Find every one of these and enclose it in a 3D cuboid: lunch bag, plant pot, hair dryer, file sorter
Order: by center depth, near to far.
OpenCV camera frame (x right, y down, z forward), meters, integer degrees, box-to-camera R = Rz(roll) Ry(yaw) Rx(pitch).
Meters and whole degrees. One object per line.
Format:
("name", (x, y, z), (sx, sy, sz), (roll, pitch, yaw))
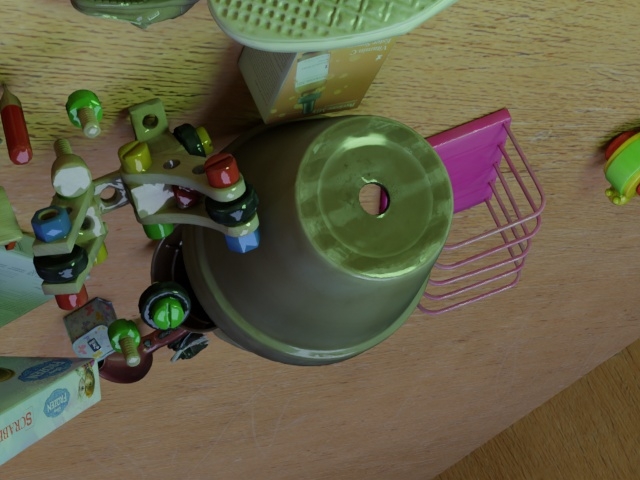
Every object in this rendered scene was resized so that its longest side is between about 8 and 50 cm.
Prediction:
("plant pot", (0.022, -0.021, 1.546), (0.323, 0.323, 0.280), (-16, 175, -21))
("plant pot", (-0.131, 0.046, 1.875), (0.167, 0.167, 0.165), (-34, 164, 24))
("lunch bag", (-0.341, 0.139, 1.953), (0.071, 0.083, 0.053), (-30, 158, 15))
("file sorter", (0.221, -0.030, 2.012), (0.202, 0.182, 0.291), (-21, 158, -8))
("hair dryer", (-0.268, 0.150, 2.085), (0.293, 0.080, 0.223), (-25, 161, -42))

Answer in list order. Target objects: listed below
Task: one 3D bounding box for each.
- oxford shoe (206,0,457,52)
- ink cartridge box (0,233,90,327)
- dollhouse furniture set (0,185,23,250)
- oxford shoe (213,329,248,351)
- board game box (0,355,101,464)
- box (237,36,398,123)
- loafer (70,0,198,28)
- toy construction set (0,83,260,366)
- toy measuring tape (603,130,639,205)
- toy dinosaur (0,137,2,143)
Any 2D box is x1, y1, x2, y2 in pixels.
("oxford shoe", (0.101, -0.302, 1.318), (0.449, 0.169, 0.130), (-23, 178, -5))
("ink cartridge box", (-0.457, 0.063, 1.706), (0.224, 0.045, 0.223), (-30, 157, 16))
("dollhouse furniture set", (-0.424, 0.051, 1.429), (0.135, 0.262, 0.259), (-14, 156, -31))
("oxford shoe", (-0.013, 0.082, 2.126), (0.146, 0.141, 0.397), (3, -167, 40))
("board game box", (-0.496, 0.218, 1.661), (0.318, 0.066, 0.318), (-1, -170, 16))
("box", (-0.001, -0.223, 1.460), (0.130, 0.091, 0.170), (-13, 156, -26))
("loafer", (-0.185, -0.236, 1.285), (0.148, 0.056, 0.050), (-7, 146, -37))
("toy construction set", (-0.236, -0.076, 1.441), (0.257, 0.237, 0.309), (-38, 128, 7))
("toy measuring tape", (0.562, -0.168, 2.160), (0.121, 0.121, 0.330), (-10, 146, -31))
("toy dinosaur", (-0.421, -0.121, 1.246), (0.295, 0.200, 0.127), (44, 70, -45))
